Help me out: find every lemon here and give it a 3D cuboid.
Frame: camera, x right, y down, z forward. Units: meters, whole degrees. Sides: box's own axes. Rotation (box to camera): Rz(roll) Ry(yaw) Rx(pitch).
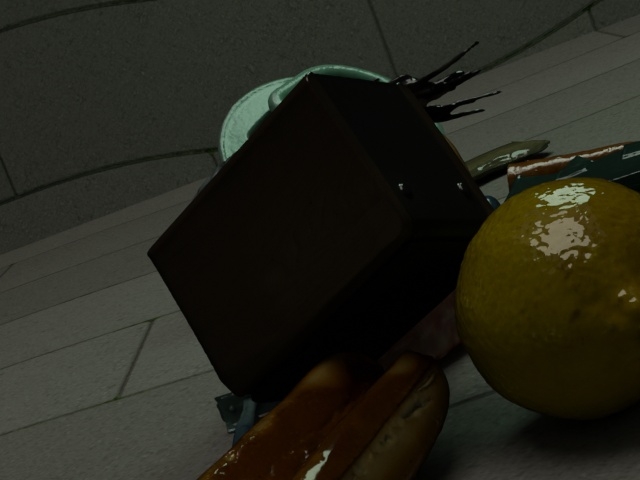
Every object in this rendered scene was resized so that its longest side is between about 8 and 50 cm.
[{"bbox_3d":[0.193,0.043,1.089,0.187,0.187,0.244,-22,7,-4],"label":"lemon"}]

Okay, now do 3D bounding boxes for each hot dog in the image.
[{"bbox_3d":[0.005,0.171,1.048,0.135,0.100,0.337,-7,16,27],"label":"hot dog"}]

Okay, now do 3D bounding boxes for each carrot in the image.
[{"bbox_3d":[0.355,-0.100,1.896,0.224,0.057,0.057,-14,12,18],"label":"carrot"}]

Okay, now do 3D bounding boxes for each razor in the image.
[{"bbox_3d":[-0.070,0.179,1.347,0.068,0.040,0.135,-20,17,9],"label":"razor"}]

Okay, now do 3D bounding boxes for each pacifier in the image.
[{"bbox_3d":[0.028,-0.082,1.975,0.288,0.343,0.269,-46,-16,-30],"label":"pacifier"}]

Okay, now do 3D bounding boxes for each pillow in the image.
[{"bbox_3d":[0.242,-0.111,2.219,0.217,0.033,0.130,-25,8,-19],"label":"pillow"}]

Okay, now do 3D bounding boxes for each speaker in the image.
[{"bbox_3d":[0.000,0.000,1.209,0.231,0.192,0.153,-46,-25,29],"label":"speaker"}]

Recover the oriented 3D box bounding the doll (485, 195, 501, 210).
[{"bbox_3d":[0.193,-0.025,1.791,0.050,0.076,0.083,15,-18,-31],"label":"doll"}]

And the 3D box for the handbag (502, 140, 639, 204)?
[{"bbox_3d":[0.361,-0.063,1.582,0.326,0.089,0.238,-19,10,19],"label":"handbag"}]

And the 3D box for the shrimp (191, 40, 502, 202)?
[{"bbox_3d":[0.016,-0.079,1.376,0.343,0.116,0.145,-28,11,15],"label":"shrimp"}]

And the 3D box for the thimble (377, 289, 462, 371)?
[{"bbox_3d":[0.037,0.051,1.440,0.239,0.162,0.239,-23,11,5],"label":"thimble"}]

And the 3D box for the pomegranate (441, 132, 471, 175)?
[{"bbox_3d":[0.097,-0.057,1.739,0.191,0.191,0.191,-20,10,4],"label":"pomegranate"}]
